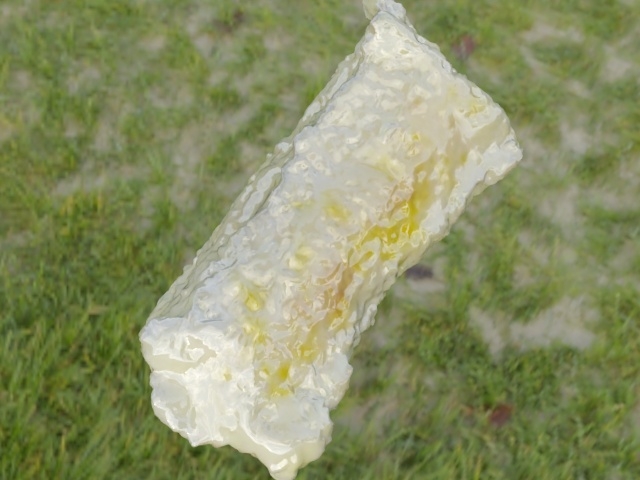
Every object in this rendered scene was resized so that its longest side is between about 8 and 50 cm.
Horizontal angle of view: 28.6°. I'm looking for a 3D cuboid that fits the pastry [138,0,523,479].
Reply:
[{"bbox_3d":[0.006,0.002,0.658,0.121,0.089,0.258,33,74,0],"label":"pastry"}]
